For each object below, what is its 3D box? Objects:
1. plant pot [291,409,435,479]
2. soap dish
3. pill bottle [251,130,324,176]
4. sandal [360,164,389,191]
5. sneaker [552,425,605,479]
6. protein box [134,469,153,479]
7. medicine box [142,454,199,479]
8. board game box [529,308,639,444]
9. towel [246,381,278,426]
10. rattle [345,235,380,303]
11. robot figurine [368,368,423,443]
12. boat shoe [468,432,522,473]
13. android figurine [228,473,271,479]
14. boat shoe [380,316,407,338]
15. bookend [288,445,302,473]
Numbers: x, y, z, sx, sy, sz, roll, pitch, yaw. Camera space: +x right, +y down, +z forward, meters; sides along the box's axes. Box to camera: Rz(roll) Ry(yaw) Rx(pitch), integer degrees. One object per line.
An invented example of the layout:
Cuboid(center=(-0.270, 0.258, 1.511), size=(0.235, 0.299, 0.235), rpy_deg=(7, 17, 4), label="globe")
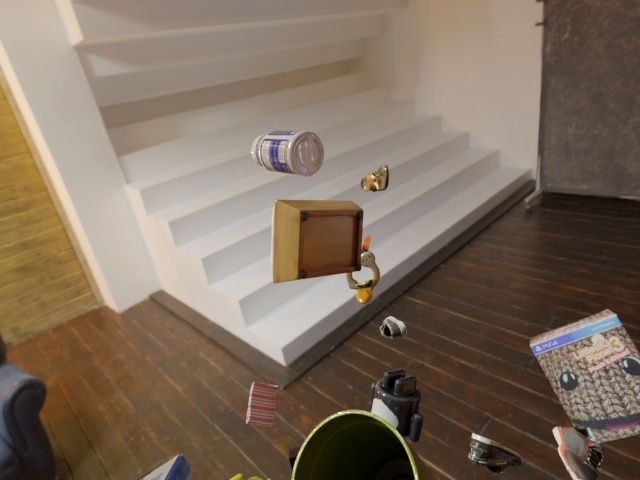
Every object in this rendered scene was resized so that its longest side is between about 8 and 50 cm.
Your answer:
Cuboid(center=(0.165, 0.708, 1.142), size=(0.367, 0.353, 0.366), rpy_deg=(-21, 48, 25), label="plant pot")
Cuboid(center=(0.000, 0.000, 1.169), size=(0.291, 0.228, 0.118), rpy_deg=(-4, 10, -41), label="soap dish")
Cuboid(center=(-0.124, -0.312, 1.452), size=(0.153, 0.153, 0.265), rpy_deg=(-27, 28, -33), label="pill bottle")
Cuboid(center=(0.158, -0.182, 1.252), size=(0.049, 0.072, 0.180), rpy_deg=(-8, 0, -21), label="sandal")
Cuboid(center=(0.443, 0.361, 0.688), size=(0.065, 0.061, 0.158), rpy_deg=(-29, 4, 21), label="sneaker")
Cuboid(center=(-0.626, 0.957, 1.430), size=(0.136, 0.199, 0.201), rpy_deg=(-16, 62, -40), label="protein box")
Cuboid(center=(-0.420, 0.832, 1.172), size=(0.149, 0.289, 0.263), rpy_deg=(-33, 2, -2), label="medicine box")
Cuboid(center=(0.768, 0.374, 1.134), size=(0.232, 0.291, 0.141), rpy_deg=(-31, -16, 23), label="board game box")
Cuboid(center=(-0.288, 0.814, 2.035), size=(0.144, 0.197, 0.029), rpy_deg=(20, -30, -28), label="towel")
Cuboid(center=(0.144, 0.096, 1.421), size=(0.130, 0.199, 0.143), rpy_deg=(16, 19, 21), label="rattle")
Cuboid(center=(0.276, 0.627, 1.522), size=(0.174, 0.278, 0.209), rpy_deg=(8, 9, 2), label="robot figurine")
Cuboid(center=(0.482, 0.600, 1.133), size=(0.084, 0.233, 0.079), rpy_deg=(-7, 57, 49), label="boat shoe")
Cuboid(center=(-0.300, 1.083, 1.667), size=(0.273, 0.056, 0.248), rpy_deg=(-15, 47, -34), label="android figurine")
Cuboid(center=(0.278, 0.353, 1.646), size=(0.070, 0.077, 0.219), rpy_deg=(-13, -7, -9), label="boat shoe")
Cuboid(center=(-0.041, 0.965, 1.752), size=(0.157, 0.156, 0.072), rpy_deg=(-14, 4, 1), label="bookend")
